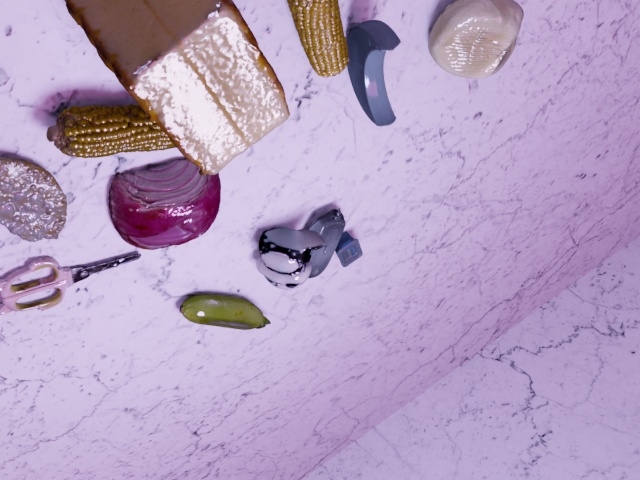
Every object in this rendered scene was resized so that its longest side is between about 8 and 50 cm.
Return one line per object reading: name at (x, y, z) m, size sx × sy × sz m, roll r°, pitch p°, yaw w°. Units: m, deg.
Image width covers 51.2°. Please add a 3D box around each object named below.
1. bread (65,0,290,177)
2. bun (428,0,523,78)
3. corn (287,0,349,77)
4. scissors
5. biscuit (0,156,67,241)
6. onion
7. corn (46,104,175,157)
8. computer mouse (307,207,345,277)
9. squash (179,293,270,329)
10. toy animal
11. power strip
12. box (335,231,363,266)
bread at (-0.221, -0.298, 1.077) m, size 0.207 × 0.279 × 0.279 m, roll -40°, pitch 144°, yaw -1°
bun at (0.360, -0.488, 1.544) m, size 0.229 × 0.145 × 0.229 m, roll 0°, pitch 153°, yaw 0°
corn at (-0.006, -0.426, 1.292) m, size 0.106 × 0.106 × 0.293 m, roll -33°, pitch 146°, yaw -8°
scissors at (-0.541, 0.078, 1.451) m, size 0.317 × 0.024 × 0.160 m, roll -19°, pitch 142°, yaw -28°
biscuit at (-0.559, -0.086, 1.223) m, size 0.141 × 0.038 × 0.290 m, roll -40°, pitch 149°, yaw 1°
onion at (-0.314, -0.050, 1.443) m, size 0.250 × 0.111 × 0.247 m, roll -21°, pitch 142°, yaw -27°
corn at (-0.342, -0.207, 1.244) m, size 0.319 × 0.097 × 0.097 m, roll -12°, pitch 138°, yaw -38°
computer mouse at (-0.005, -0.002, 1.837) m, size 0.113 × 0.068 × 0.229 m, roll -8°, pitch 127°, yaw -49°
squash at (-0.241, 0.199, 1.832) m, size 0.341 × 0.094 × 0.094 m, roll 19°, pitch 117°, yaw -50°
toy animal at (-0.082, 0.054, 1.746) m, size 0.138 × 0.166 × 0.179 m, roll -59°, pitch 166°, yaw -44°
power strip at (0.111, -0.359, 1.424) m, size 0.054 × 0.168 × 0.253 m, roll -22°, pitch 148°, yaw -12°
box at (0.075, 0.023, 1.953) m, size 0.074 × 0.054 × 0.099 m, roll -33°, pitch 147°, yaw -6°
